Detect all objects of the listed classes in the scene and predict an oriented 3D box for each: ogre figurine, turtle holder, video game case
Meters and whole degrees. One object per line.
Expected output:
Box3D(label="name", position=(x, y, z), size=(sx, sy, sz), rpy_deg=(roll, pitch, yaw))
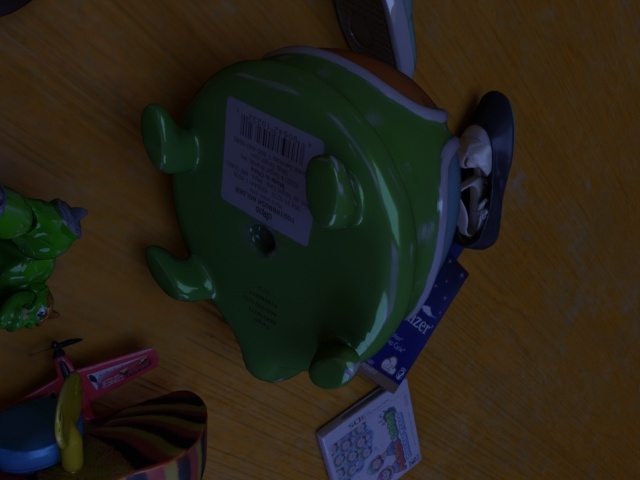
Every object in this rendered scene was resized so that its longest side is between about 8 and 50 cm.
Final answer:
Box3D(label="ogre figurine", position=(-0.239, 0.015, 0.397), size=(0.118, 0.097, 0.197), rpy_deg=(1, 127, -52))
Box3D(label="turtle holder", position=(0.013, -0.005, 0.511), size=(0.227, 0.243, 0.320), rpy_deg=(-35, 115, -43))
Box3D(label="video game case", position=(0.070, 0.276, 0.786), size=(0.143, 0.019, 0.157), rpy_deg=(-28, 120, -27))

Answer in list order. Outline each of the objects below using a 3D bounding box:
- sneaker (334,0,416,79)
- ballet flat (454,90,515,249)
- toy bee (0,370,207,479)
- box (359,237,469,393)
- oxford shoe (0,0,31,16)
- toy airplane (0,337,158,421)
Box3D(label="sneaker", position=(0.084, -0.282, 0.557), size=(0.151, 0.094, 0.255), rpy_deg=(-29, 118, -20))
Box3D(label="ballet flat", position=(0.196, -0.080, 0.731), size=(0.074, 0.074, 0.203), rpy_deg=(-15, 116, -33))
Box3D(label="toy bee", position=(-0.213, 0.210, 0.435), size=(0.298, 0.162, 0.195), rpy_deg=(-26, 121, -18))
Box3D(label="box", position=(0.106, 0.067, 0.734), size=(0.136, 0.037, 0.225), rpy_deg=(40, 79, -38))
Box3D(label="oxford shoe", position=(-0.250, -0.264, 0.333), size=(0.098, 0.097, 0.271), rpy_deg=(-44, 135, -39))
Box3D(label="toy airplane", position=(-0.210, 0.149, 0.527), size=(0.151, 0.028, 0.151), rpy_deg=(-11, 113, -27))
